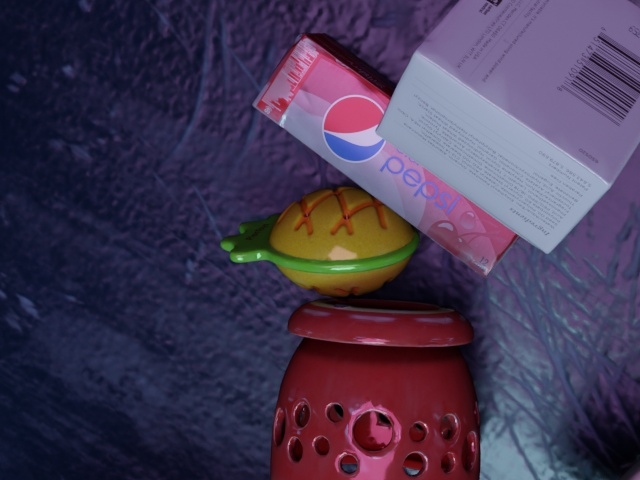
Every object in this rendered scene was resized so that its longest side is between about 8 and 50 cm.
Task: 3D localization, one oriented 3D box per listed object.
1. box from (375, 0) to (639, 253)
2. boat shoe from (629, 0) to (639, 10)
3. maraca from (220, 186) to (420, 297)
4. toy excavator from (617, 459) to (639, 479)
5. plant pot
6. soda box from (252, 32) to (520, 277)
[{"bbox_3d":[0.175,-0.123,0.811,0.182,0.181,0.119,36,150,6],"label":"box"},{"bbox_3d":[0.368,-0.223,0.823,0.219,0.077,0.070,-26,125,11],"label":"boat shoe"},{"bbox_3d":[0.000,0.000,0.918,0.186,0.127,0.099,3,110,21],"label":"maraca"},{"bbox_3d":[0.402,0.088,0.780,0.222,0.433,0.445,45,149,14],"label":"toy excavator"},{"bbox_3d":[0.053,0.143,0.898,0.191,0.191,0.174,3,90,13],"label":"plant pot"},{"bbox_3d":[0.074,-0.083,0.901,0.263,0.092,0.083,37,107,5],"label":"soda box"}]
